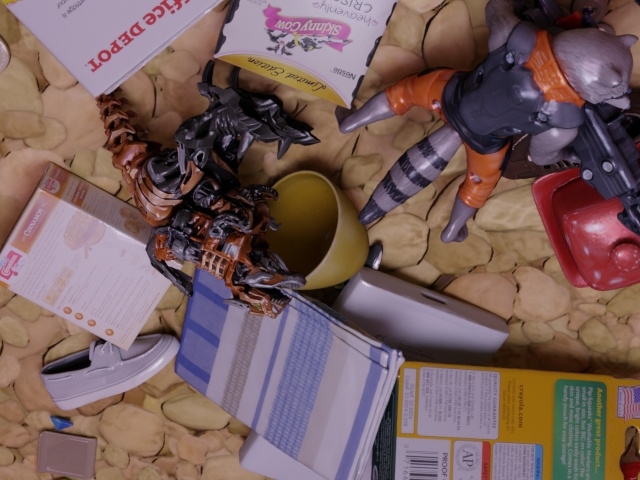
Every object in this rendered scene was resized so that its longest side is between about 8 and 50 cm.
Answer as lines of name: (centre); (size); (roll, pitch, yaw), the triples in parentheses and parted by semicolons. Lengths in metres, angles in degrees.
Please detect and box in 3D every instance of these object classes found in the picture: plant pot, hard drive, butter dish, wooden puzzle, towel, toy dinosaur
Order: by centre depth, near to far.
toy dinosaur: (-0.131, -0.067, 1.617); (0.322, 0.164, 0.218); (41, 105, -11)
butter dish: (0.329, -0.007, 1.660); (0.160, 0.118, 0.160); (-19, 118, 14)
plant pot: (0.000, 0.000, 1.693); (0.134, 0.134, 0.095); (-41, 140, 23)
towel: (-0.043, 0.142, 1.746); (0.285, 0.034, 0.209); (31, 123, 25)
hard drive: (0.060, 0.184, 1.815); (0.203, 0.040, 0.307); (21, 120, -21)
wooden puzzle: (-0.323, 0.273, 1.931); (0.078, 0.014, 0.116); (13, 120, -9)

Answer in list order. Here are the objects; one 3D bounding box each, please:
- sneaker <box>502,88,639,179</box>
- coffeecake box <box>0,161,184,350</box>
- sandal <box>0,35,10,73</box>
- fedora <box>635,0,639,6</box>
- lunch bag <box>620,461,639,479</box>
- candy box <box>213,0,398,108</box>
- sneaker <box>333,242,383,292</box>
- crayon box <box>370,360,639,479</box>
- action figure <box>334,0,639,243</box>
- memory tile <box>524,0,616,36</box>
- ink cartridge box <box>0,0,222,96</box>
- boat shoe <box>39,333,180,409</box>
sneaker: (0.274, -0.109, 1.631); (0.188, 0.071, 0.066); (-24, 115, 16)
coffeecake box: (-0.267, 0.020, 1.747); (0.185, 0.068, 0.142); (29, 118, -12)
sandal: (-0.454, -0.222, 1.615); (0.240, 0.079, 0.088); (28, 118, -12)
fedora: (0.451, -0.296, 1.464); (0.334, 0.152, 0.334); (2, 120, 3)
lunch bag: (0.380, 0.383, 1.880); (0.293, 0.120, 0.258); (-1, 119, 6)
candy box: (0.003, -0.271, 1.558); (0.159, 0.071, 0.233); (20, 120, -7)
sneaker: (0.041, 0.032, 1.753); (0.035, 0.031, 0.083); (32, 117, -13)
crayon box: (0.221, 0.251, 1.747); (0.323, 0.083, 0.203); (5, 82, -17)
action figure: (0.203, -0.097, 1.543); (0.330, 0.178, 0.341); (-36, 89, 44)
memory tile: (0.254, -0.216, 1.605); (0.113, 0.012, 0.148); (-19, 116, 14)
ink cartridge box: (-0.240, -0.316, 1.523); (0.201, 0.117, 0.278); (-35, 111, 22)
boat shoe: (-0.257, 0.145, 1.827); (0.184, 0.066, 0.063); (-20, 117, 26)
